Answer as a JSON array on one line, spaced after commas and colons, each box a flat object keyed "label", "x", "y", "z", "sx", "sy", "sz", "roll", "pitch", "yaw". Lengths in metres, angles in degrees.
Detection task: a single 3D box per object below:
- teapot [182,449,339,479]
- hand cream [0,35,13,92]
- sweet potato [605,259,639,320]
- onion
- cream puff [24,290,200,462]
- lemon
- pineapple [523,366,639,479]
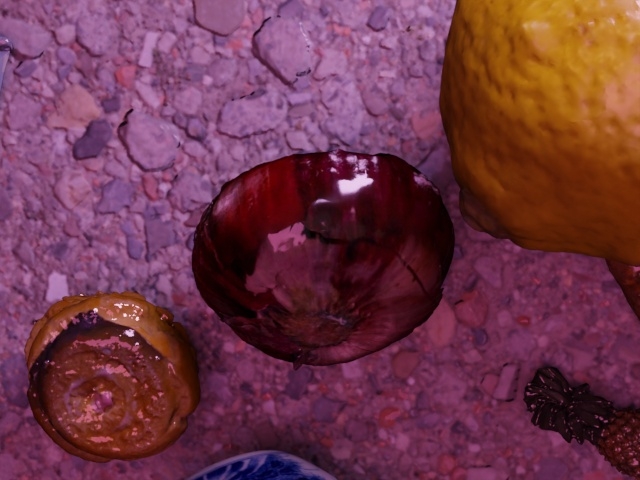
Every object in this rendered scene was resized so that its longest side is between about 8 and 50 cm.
[{"label": "teapot", "x": -0.050, "y": 0.360, "z": 1.614, "sx": 0.424, "sy": 0.252, "sz": 0.280, "roll": -21, "pitch": 65, "yaw": -5}, {"label": "hand cream", "x": -0.370, "y": -0.087, "z": 1.696, "sx": 0.088, "sy": 0.055, "sz": 0.256, "roll": 10, "pitch": 100, "yaw": 14}, {"label": "sweet potato", "x": 0.329, "y": 0.053, "z": 1.609, "sx": 0.066, "sy": 0.072, "sz": 0.314, "roll": -35, "pitch": 97, "yaw": 27}, {"label": "onion", "x": 0.000, "y": 0.000, "z": 1.588, "sx": 0.252, "sy": 0.219, "sz": 0.252, "roll": -6, "pitch": 144, "yaw": -4}, {"label": "cream puff", "x": -0.212, "y": 0.133, "z": 1.676, "sx": 0.189, "sy": 0.129, "sz": 0.189, "roll": 1, "pitch": 108, "yaw": 2}, {"label": "lemon", "x": 0.268, "y": -0.146, "z": 1.436, "sx": 0.387, "sy": 0.350, "sz": 0.350, "roll": -41, "pitch": 93, "yaw": 1}, {"label": "pineapple", "x": 0.276, "y": 0.181, "z": 1.646, "sx": 0.159, "sy": 0.074, "sz": 0.074, "roll": 27, "pitch": 103, "yaw": 9}]
